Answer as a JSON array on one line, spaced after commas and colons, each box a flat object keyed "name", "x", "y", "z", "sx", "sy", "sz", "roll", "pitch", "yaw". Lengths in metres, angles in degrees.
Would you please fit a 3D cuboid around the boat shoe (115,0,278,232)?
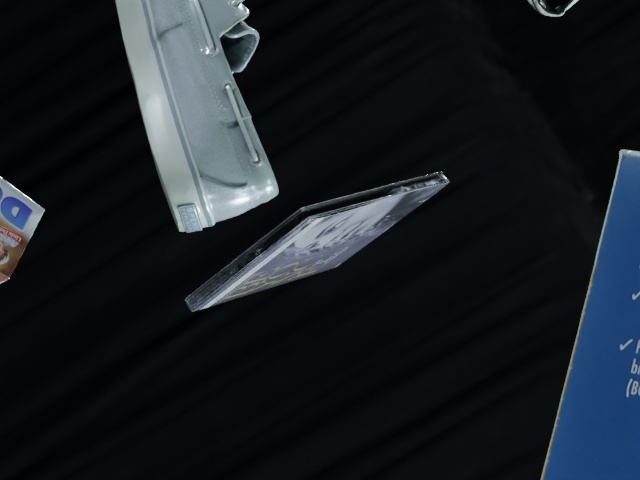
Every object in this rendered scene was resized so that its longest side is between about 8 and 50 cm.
[{"name": "boat shoe", "x": -0.076, "y": -0.113, "z": 1.195, "sx": 0.079, "sy": 0.081, "sz": 0.228, "roll": 86, "pitch": -11, "yaw": -66}]

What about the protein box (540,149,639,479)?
[{"name": "protein box", "x": 0.198, "y": 0.092, "z": 0.725, "sx": 0.136, "sy": 0.199, "sz": 0.201, "roll": 24, "pitch": 79, "yaw": -62}]

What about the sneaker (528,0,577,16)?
[{"name": "sneaker", "x": 0.149, "y": -0.166, "z": 1.061, "sx": 0.040, "sy": 0.109, "sz": 0.044, "roll": 26, "pitch": 22, "yaw": -7}]

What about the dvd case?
[{"name": "dvd case", "x": 0.000, "y": 0.000, "z": 1.766, "sx": 0.221, "sy": 0.164, "sz": 0.018, "roll": -15, "pitch": 72, "yaw": -52}]

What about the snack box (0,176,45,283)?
[{"name": "snack box", "x": -0.267, "y": -0.045, "z": 1.286, "sx": 0.178, "sy": 0.022, "sz": 0.064, "roll": 38, "pitch": 50, "yaw": -21}]
